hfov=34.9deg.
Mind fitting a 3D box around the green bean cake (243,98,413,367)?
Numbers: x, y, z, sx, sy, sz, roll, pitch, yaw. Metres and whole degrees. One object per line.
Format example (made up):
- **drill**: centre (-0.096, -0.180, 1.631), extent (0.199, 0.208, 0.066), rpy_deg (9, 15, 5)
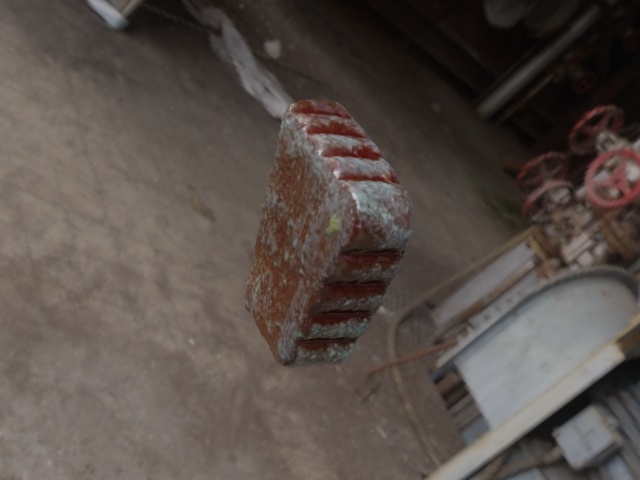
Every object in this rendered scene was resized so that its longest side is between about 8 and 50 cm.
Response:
- **green bean cake**: centre (0.000, 0.000, 1.048), extent (0.097, 0.232, 0.198), rpy_deg (2, 35, -31)
